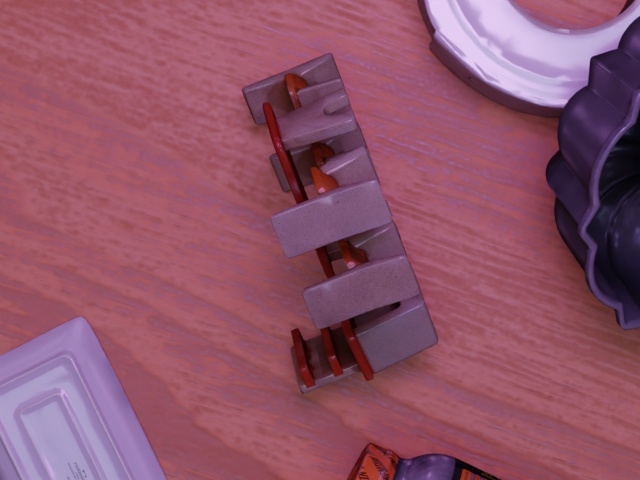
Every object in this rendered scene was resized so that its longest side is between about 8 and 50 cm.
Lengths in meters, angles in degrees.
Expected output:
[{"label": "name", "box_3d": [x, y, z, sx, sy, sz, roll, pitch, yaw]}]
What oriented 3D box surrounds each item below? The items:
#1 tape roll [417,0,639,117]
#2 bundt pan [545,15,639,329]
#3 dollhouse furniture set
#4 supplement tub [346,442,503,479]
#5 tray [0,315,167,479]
[{"label": "tape roll", "box_3d": [0.226, -0.256, 1.509, 0.286, 0.100, 0.286, 0, 90, 1]}, {"label": "bundt pan", "box_3d": [0.338, -0.080, 1.435, 0.331, 0.124, 0.331, -13, 125, -20]}, {"label": "dollhouse furniture set", "box_3d": [0.000, 0.000, 1.448, 0.135, 0.262, 0.259, -21, 120, 3]}, {"label": "supplement tub", "box_3d": [0.152, 0.315, 1.458, 0.316, 0.193, 0.194, 26, 90, 2]}, {"label": "tray", "box_3d": [-0.230, 0.222, 1.548, 0.145, 0.030, 0.270, -26, 89, 2]}]
